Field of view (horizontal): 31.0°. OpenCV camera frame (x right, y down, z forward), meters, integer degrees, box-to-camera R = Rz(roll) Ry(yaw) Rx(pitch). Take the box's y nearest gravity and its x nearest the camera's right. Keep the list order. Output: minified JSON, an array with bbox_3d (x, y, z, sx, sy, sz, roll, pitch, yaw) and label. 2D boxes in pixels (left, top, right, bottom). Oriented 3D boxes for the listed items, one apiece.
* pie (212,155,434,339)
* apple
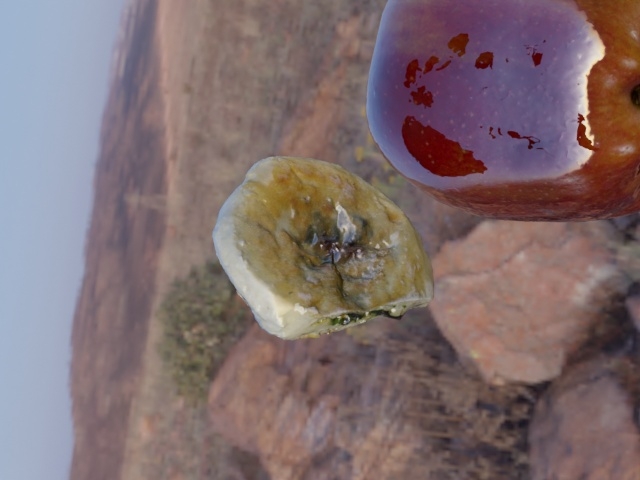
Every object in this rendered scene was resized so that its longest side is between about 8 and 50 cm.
[{"bbox_3d":[-0.002,0.002,1.047,0.185,0.218,0.052,60,141,23],"label":"pie"},{"bbox_3d":[0.207,-0.152,1.140,0.317,0.288,0.288,16,100,37],"label":"apple"}]
